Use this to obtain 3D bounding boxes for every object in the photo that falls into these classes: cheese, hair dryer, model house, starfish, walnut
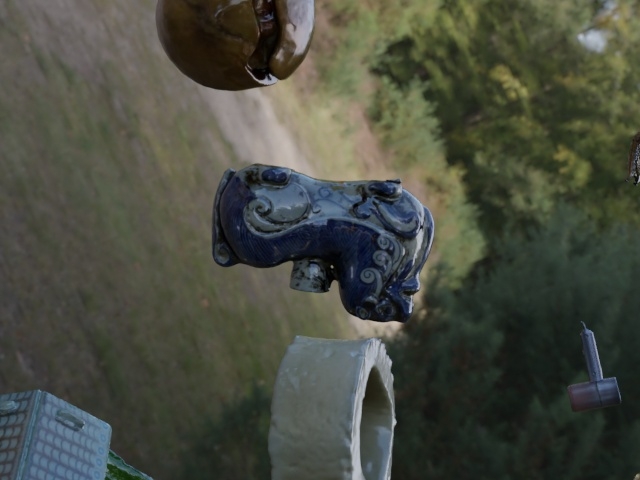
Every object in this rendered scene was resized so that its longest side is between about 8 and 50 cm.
[{"bbox_3d":[0.027,0.320,1.996,0.332,0.153,0.292,57,36,-59],"label":"cheese"},{"bbox_3d":[0.346,0.161,1.537,0.037,0.063,0.114,40,40,-75],"label":"hair dryer"},{"bbox_3d":[-0.319,0.308,1.231,0.224,0.198,0.215,-90,-169,-53],"label":"model house"},{"bbox_3d":[0.459,-0.128,1.699,0.041,0.133,0.130,40,-32,19],"label":"starfish"},{"bbox_3d":[-0.105,-0.298,1.548,0.336,0.208,0.209,-87,153,-79],"label":"walnut"}]

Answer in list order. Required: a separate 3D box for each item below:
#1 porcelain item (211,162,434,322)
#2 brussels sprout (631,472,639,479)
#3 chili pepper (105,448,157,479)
[{"bbox_3d":[0.000,0.000,1.536,0.138,0.287,0.186,-132,-130,-87],"label":"porcelain item"},{"bbox_3d":[0.291,0.218,0.873,0.118,0.155,0.155,-61,137,-36],"label":"brussels sprout"},{"bbox_3d":[-0.234,0.387,1.484,0.385,0.213,0.167,50,44,-21],"label":"chili pepper"}]
